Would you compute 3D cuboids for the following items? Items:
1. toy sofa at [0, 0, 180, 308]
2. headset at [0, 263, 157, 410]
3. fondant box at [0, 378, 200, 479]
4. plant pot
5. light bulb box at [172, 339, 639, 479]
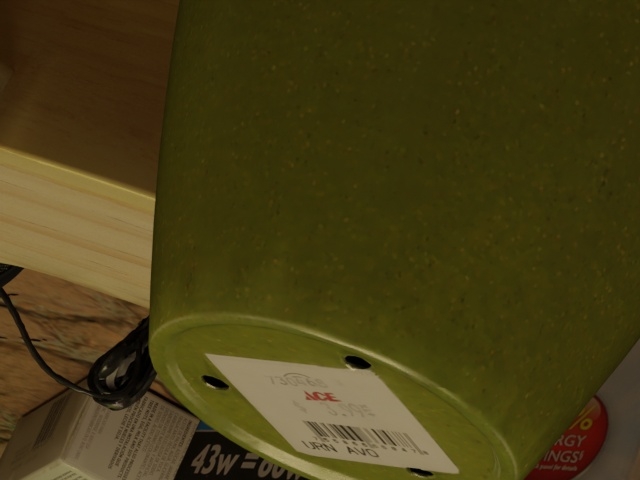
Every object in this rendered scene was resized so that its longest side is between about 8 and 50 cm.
[{"bbox_3d":[-0.038,-0.052,0.940,0.362,0.150,0.177,18,151,8],"label":"toy sofa"},{"bbox_3d":[-0.229,-0.051,1.135,0.394,0.185,0.243,49,160,-21],"label":"headset"},{"bbox_3d":[-0.111,0.251,1.641,0.330,0.096,0.238,31,153,-16],"label":"fondant box"},{"bbox_3d":[0.055,-0.059,0.693,0.274,0.293,0.275,17,154,9],"label":"plant pot"},{"bbox_3d":[0.082,0.232,1.150,0.358,0.361,0.225,-3,143,41],"label":"light bulb box"}]
